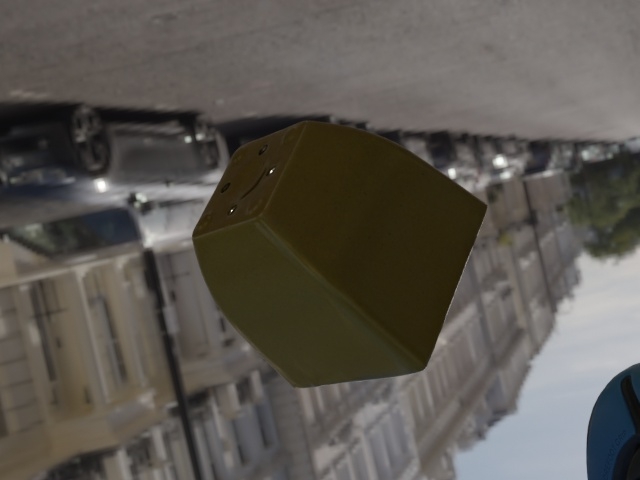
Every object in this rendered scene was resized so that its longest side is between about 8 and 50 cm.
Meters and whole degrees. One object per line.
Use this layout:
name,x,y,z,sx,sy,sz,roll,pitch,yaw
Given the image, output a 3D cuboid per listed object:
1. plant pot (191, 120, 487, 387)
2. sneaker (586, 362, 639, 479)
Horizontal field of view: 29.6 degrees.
plant pot,0.000,0.000,0.475,0.081,0.083,0.081,-14,-137,49
sneaker,0.269,0.190,0.632,0.140,0.340,0.125,-39,-176,-30
